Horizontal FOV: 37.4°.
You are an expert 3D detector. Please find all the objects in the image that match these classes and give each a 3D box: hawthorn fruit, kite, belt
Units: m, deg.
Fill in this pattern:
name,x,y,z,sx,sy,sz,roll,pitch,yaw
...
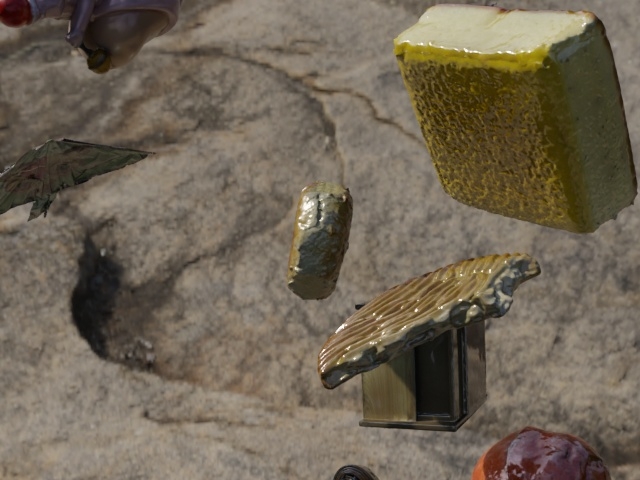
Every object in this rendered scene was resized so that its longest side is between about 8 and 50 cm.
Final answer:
name,x,y,z,sx,sy,sz,roll,pitch,yaw
hawthorn fruit,0.365,0.448,1.571,0.242,0.242,0.271,17,28,14
kite,-0.344,-0.072,1.166,0.323,0.268,0.013,-25,81,-23
belt,0.047,0.304,1.109,0.059,0.036,0.083,-35,66,9

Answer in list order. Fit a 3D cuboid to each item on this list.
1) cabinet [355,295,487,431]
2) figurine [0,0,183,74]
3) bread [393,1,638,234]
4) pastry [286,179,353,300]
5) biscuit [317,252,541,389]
name,x,y,z,sx,sy,sz,roll,pitch,yaw
cabinet,0.147,0.165,1.369,0.148,0.174,0.215,-1,3,21
figurine,-0.309,-0.302,1.214,0.176,0.186,0.287,-1,2,42
bread,0.292,-0.189,1.426,0.143,0.333,0.324,-42,38,-24
pastry,0.000,0.000,1.515,0.093,0.182,0.192,11,16,-2
biscuit,0.095,0.073,0.914,0.228,0.031,0.176,-34,16,-35
